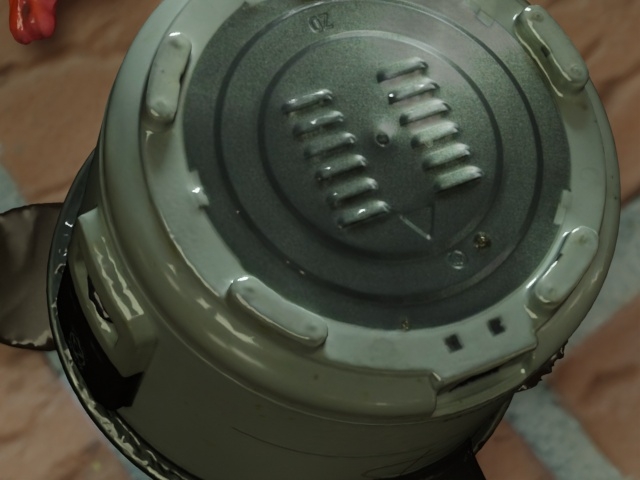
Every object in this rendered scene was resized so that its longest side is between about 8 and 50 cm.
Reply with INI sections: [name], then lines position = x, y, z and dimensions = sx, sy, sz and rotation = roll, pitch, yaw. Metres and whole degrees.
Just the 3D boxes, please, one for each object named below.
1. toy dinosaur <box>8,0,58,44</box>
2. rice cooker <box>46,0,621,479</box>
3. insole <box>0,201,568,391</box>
[toy dinosaur]
position = -0.104, -0.235, 0.982
dimensions = 0.139, 0.070, 0.286
rotation = 25, 80, 33
[rice cooker]
position = 0.000, 0.000, 0.820
dimensions = 0.241, 0.227, 0.280
rotation = -24, 76, -22
[insole]
position = -0.033, 0.025, 0.935
dimensions = 0.327, 0.007, 0.111
rotation = 4, 77, 7
